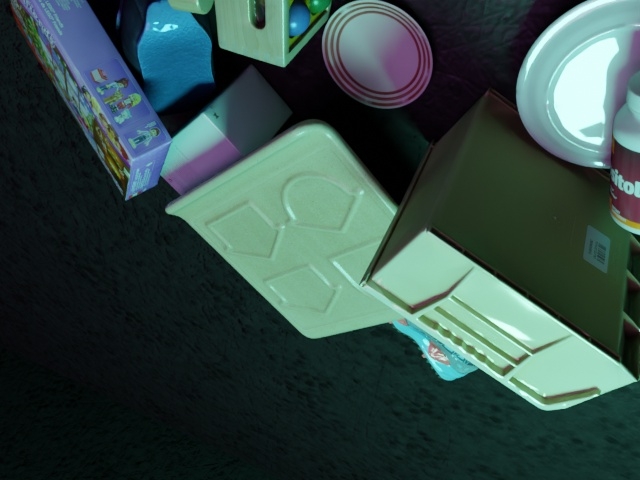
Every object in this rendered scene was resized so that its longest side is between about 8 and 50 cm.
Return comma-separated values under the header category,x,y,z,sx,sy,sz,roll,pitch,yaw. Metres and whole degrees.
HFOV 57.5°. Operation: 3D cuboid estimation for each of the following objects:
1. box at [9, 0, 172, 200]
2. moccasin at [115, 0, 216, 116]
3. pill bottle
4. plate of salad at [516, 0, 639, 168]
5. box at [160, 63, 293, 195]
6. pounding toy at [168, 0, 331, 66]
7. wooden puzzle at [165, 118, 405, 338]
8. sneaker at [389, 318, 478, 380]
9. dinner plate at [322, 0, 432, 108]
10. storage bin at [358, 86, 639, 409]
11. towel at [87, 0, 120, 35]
category,x,y,z,sx,sy,sz,roll,pitch,yaw
box,-0.299,-0.209,0.744,0.293,0.057,0.201,59,157,-2
moccasin,-0.192,-0.251,0.744,0.342,0.137,0.117,-18,88,68
pill bottle,0.324,-0.084,0.555,0.086,0.086,0.152,6,136,29
plate of salad,0.302,-0.158,0.587,0.199,0.048,0.200,11,136,10
box,-0.145,-0.149,0.836,0.170,0.130,0.091,-21,118,47
pounding toy,-0.057,-0.270,0.577,0.094,0.206,0.181,20,141,14
wooden puzzle,0.000,0.000,0.818,0.322,0.081,0.348,-21,125,44
sneaker,0.197,0.114,0.947,0.125,0.104,0.262,-26,121,29
dinner plate,0.068,-0.223,0.701,0.141,0.017,0.141,19,140,17
storage bin,0.222,0.004,0.650,0.260,0.262,0.123,35,140,-4
towel,-0.255,-0.387,0.690,0.308,0.076,0.228,-10,126,41
